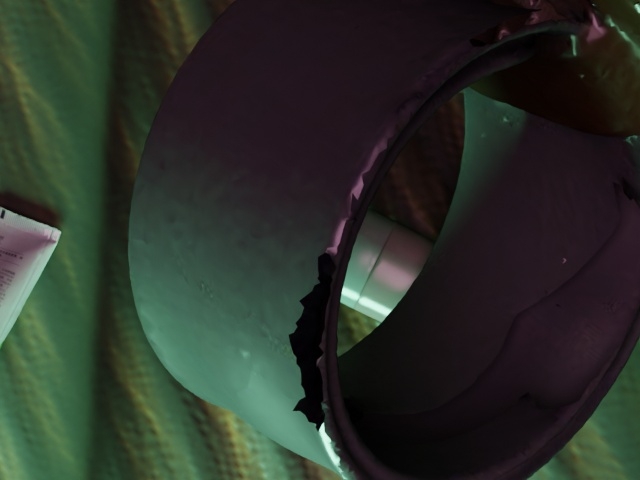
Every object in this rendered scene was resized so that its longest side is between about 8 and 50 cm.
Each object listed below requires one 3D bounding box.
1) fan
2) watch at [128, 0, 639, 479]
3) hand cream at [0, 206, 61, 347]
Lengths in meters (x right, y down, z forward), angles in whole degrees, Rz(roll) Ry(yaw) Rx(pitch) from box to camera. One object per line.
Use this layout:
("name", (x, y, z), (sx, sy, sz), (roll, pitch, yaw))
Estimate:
("fan", (0.000, 0.000, 1.239), (0.244, 0.074, 0.130), (27, 91, 3))
("watch", (0.047, -0.041, 1.033), (0.314, 0.335, 0.327), (24, 73, 39))
("hand cream", (-0.237, 0.045, 1.310), (0.084, 0.053, 0.142), (20, 85, 8))
